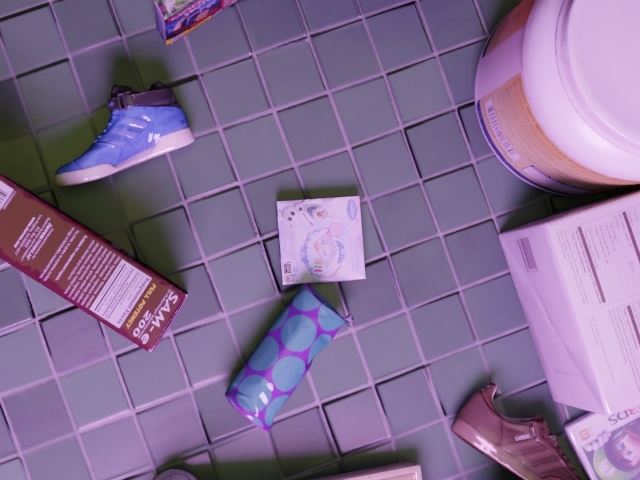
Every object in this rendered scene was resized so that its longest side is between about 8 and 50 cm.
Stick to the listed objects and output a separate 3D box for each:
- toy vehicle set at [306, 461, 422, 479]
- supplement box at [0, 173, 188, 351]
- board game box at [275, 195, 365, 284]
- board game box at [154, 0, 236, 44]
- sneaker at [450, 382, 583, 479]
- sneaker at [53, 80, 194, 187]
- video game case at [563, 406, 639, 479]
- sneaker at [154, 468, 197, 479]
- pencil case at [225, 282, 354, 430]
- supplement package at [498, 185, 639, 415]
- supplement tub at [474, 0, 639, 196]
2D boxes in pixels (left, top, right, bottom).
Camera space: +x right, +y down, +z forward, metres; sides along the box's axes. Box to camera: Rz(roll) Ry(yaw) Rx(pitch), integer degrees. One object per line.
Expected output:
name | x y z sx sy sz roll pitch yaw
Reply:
toy vehicle set | -0.010 0.331 1.292 0.266 0.035 0.166 -6 89 -24
supplement box | -0.250 0.019 1.275 0.239 0.130 0.073 33 85 -4
board game box | 0.000 0.000 1.355 0.090 0.020 0.090 -4 88 -5
board game box | -0.091 -0.287 1.269 0.194 0.194 0.060 -35 92 -6
sneaker | 0.232 0.226 1.346 0.188 0.066 0.071 35 84 -4
sneaker | -0.215 -0.115 1.317 0.152 0.058 0.085 -22 96 -10
video game case | 0.382 0.250 1.382 0.173 0.022 0.190 -26 91 -6
sneaker | -0.172 0.341 1.288 0.080 0.094 0.212 11 86 -5
pencil case | -0.035 0.123 1.324 0.064 0.070 0.152 34 85 35
supplement package | 0.354 0.039 1.298 0.262 0.199 0.198 -18 89 -6
supplement tub | 0.290 -0.165 1.240 0.228 0.316 0.228 0 88 -6
